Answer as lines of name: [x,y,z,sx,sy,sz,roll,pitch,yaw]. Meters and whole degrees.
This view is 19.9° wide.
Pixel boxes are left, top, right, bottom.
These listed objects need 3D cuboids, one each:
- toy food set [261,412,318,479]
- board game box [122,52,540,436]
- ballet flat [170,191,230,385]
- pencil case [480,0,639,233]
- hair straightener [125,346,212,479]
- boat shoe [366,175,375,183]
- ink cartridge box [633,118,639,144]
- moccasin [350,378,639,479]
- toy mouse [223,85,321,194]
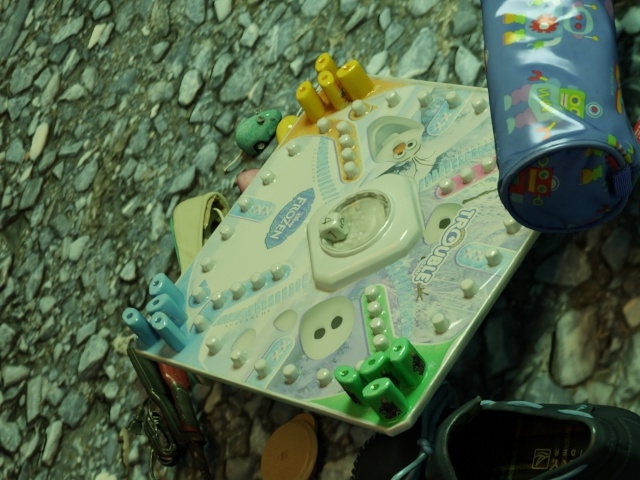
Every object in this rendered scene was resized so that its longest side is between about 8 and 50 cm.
toy food set: [-0.030,0.220,1.853,0.082,0.020,0.083,-41,43,25]
board game box: [0.034,-0.018,1.775,0.390,0.050,0.390,12,59,46]
ballet flat: [-0.118,0.045,2.015,0.086,0.086,0.248,-37,44,29]
pencil case: [0.214,-0.155,1.637,0.133,0.119,0.306,-9,53,12]
hair straightener: [-0.170,0.196,2.015,0.089,0.047,0.230,-47,45,19]
boat shoe: [0.000,-0.001,1.911,0.227,0.079,0.081,-41,37,16]
ink cartridge box: [0.351,-0.089,1.569,0.109,0.063,0.150,-58,39,7]
moccasin: [0.146,0.178,1.602,0.342,0.117,0.138,-17,57,43]
toy mouse: [-0.073,-0.098,2.077,0.143,0.031,0.161,-9,63,46]
